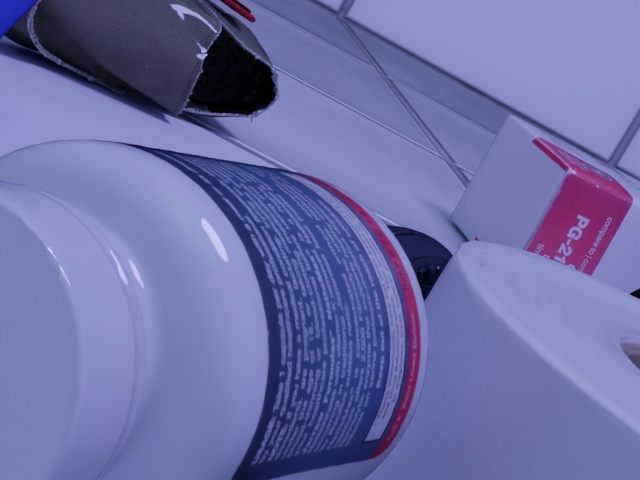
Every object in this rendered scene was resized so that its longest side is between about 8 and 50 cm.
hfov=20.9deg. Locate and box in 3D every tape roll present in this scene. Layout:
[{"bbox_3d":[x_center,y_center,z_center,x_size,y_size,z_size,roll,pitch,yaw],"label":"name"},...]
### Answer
[{"bbox_3d":[0.146,0.114,0.604,0.286,0.100,0.286,28,10,-6],"label":"tape roll"}]

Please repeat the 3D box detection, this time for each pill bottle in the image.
[{"bbox_3d":[-0.050,0.028,0.459,0.108,0.108,0.180,34,11,21],"label":"pill bottle"}]

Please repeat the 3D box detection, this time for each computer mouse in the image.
[{"bbox_3d":[0.000,0.000,0.904,0.071,0.041,0.242,39,15,36],"label":"computer mouse"}]

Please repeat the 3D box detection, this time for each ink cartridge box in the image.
[{"bbox_3d":[0.237,0.015,1.292,0.237,0.100,0.172,26,11,-16],"label":"ink cartridge box"}]

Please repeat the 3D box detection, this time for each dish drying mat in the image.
[{"bbox_3d":[-0.076,-0.169,1.129,0.083,0.008,0.032,32,4,-44],"label":"dish drying mat"}]

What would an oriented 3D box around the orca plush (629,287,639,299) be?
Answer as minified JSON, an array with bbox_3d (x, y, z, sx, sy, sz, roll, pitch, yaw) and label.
[{"bbox_3d":[0.178,0.098,0.897,0.287,0.102,0.151,-105,179,-62],"label":"orca plush"}]

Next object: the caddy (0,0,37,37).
[{"bbox_3d":[-0.248,-0.200,0.832,0.341,0.179,0.241,42,-8,49],"label":"caddy"}]

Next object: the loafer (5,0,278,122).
[{"bbox_3d":[-0.106,-0.135,1.102,0.087,0.094,0.251,32,10,33],"label":"loafer"}]
